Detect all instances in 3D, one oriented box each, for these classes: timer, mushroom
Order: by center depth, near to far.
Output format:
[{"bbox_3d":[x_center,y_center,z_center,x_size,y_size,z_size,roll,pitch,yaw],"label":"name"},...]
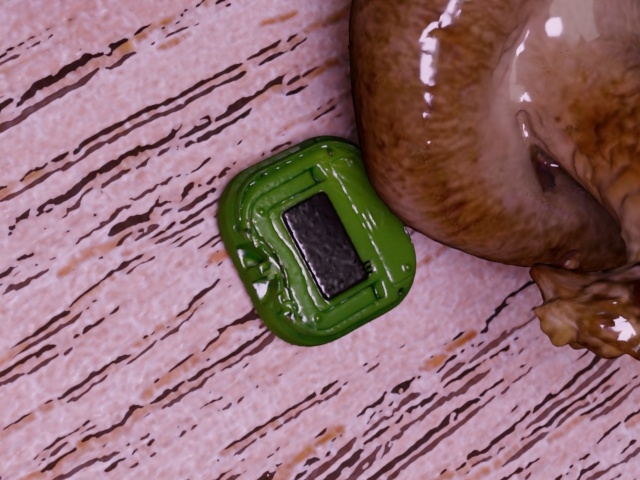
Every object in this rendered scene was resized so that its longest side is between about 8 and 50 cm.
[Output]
[{"bbox_3d":[0.178,-0.106,1.087,0.331,0.356,0.334,14,99,-9],"label":"mushroom"},{"bbox_3d":[0.000,0.000,1.143,0.128,0.047,0.140,-27,92,-24],"label":"timer"}]
